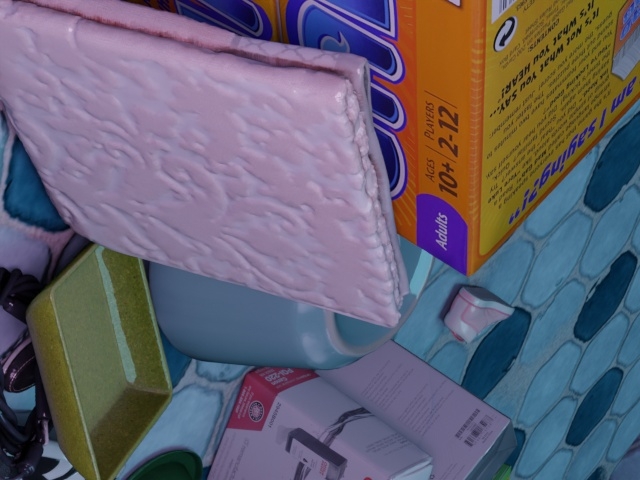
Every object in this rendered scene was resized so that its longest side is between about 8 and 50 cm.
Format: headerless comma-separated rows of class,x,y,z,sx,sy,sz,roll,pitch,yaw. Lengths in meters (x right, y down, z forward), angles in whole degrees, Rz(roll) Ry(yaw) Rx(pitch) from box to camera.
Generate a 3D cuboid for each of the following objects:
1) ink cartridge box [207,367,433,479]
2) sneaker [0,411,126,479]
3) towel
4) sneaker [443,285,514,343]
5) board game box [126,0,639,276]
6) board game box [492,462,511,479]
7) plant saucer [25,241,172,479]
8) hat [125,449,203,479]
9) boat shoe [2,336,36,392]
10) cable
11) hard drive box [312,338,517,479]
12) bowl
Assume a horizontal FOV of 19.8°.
ink cartridge box,-0.002,0.256,2.036,0.092,0.218,0.158,-17,134,-54
sneaker,-0.279,0.222,1.676,0.121,0.079,0.217,-56,147,6
towel,-0.095,-0.067,1.386,0.332,0.317,0.053,75,34,-58
sneaker,0.205,0.101,2.431,0.070,0.051,0.134,-60,152,10
board game box,0.084,-0.271,1.403,0.356,0.356,0.356,-45,152,-25
board game box,0.069,0.336,2.195,0.317,0.213,0.046,-45,150,-49
plant saucer,-0.196,0.094,1.584,0.188,0.045,0.188,-55,136,-63
hat,-0.131,0.340,1.942,0.173,0.183,0.208,-61,155,9
boat shoe,-0.234,0.102,1.647,0.125,0.038,0.046,-34,147,-40
cable,-0.252,0.101,1.542,0.150,0.047,0.184,-50,136,-56
hard drive box,0.084,0.230,2.145,0.181,0.232,0.089,-49,155,-15
bowl,0.000,0.000,1.745,0.311,0.163,0.311,-37,138,-41
